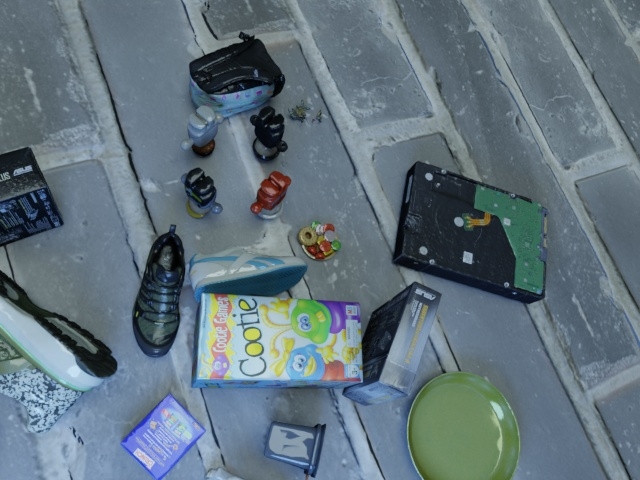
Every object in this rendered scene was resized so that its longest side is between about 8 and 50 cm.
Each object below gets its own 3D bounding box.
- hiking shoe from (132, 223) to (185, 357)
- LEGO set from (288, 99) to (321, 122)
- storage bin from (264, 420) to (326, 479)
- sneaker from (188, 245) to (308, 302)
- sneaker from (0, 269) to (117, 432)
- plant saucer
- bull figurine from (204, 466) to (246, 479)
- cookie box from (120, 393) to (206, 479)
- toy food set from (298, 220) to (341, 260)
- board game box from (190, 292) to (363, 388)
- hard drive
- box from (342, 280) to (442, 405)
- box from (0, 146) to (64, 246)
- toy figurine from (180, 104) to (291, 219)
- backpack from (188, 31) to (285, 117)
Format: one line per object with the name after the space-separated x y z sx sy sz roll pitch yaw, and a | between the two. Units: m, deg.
-0.283 0.087 0.945 0.086 0.114 0.227 4 70 -14 | hiking shoe
-0.037 -0.281 1.206 0.083 0.023 0.054 26 67 -21 | LEGO set
-0.048 0.354 0.916 0.091 0.135 0.098 13 67 1 | storage bin
-0.132 0.052 1.019 0.228 0.087 0.092 -5 49 -28 | sneaker
-0.537 0.154 0.843 0.410 0.158 0.182 34 83 3 | sneaker
0.272 0.378 1.046 0.241 0.037 0.241 6 70 -15 | plant saucer
-0.170 0.507 0.824 0.188 0.101 0.310 40 52 2 | bull figurine
-0.263 0.328 0.904 0.092 0.040 0.107 45 65 2 | cookie box
0.000 0.000 1.112 0.082 0.020 0.083 -28 80 -23 | toy food set
-0.080 0.183 0.954 0.275 0.144 0.142 5 69 -16 | board game box
0.338 -0.016 1.194 0.339 0.064 0.237 16 67 -10 | hard drive
0.122 0.191 0.963 0.056 0.231 0.183 25 65 -3 | box
-0.524 -0.063 0.892 0.147 0.180 0.078 -24 80 -22 | box
-0.165 -0.147 1.056 0.209 0.148 0.213 -2 74 -11 | toy figurine
-0.183 -0.333 1.127 0.182 0.115 0.152 -27 69 -22 | backpack
